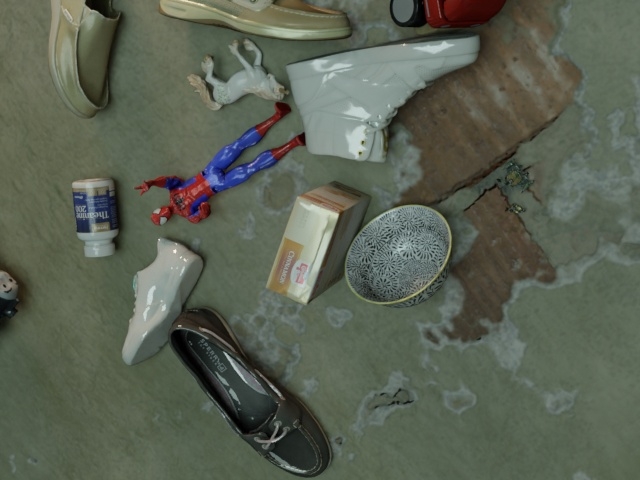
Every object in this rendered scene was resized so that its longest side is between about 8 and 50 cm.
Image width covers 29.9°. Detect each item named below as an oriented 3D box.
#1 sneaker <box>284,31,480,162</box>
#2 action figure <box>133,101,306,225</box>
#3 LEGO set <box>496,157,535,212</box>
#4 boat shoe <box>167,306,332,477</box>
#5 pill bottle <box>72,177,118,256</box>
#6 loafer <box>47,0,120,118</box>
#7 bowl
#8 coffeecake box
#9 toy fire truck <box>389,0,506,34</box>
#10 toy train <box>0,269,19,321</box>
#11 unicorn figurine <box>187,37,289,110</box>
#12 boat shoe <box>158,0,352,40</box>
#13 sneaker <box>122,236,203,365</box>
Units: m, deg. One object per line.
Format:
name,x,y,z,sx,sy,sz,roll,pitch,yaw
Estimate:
sneaker,0.102,-0.200,1.723,0.292,0.108,0.169,-8,101,26
action figure,-0.163,-0.097,1.799,0.280,0.139,0.091,-34,88,21
LEGO set,0.281,-0.081,1.729,0.054,0.023,0.083,21,118,14
boat shoe,-0.119,0.248,1.863,0.112,0.095,0.335,-42,86,19
pill bottle,-0.356,-0.037,1.899,0.067,0.067,0.120,-2,99,17
loafer,-0.357,-0.322,1.832,0.092,0.102,0.269,-1,99,23
bowl,0.128,0.039,1.747,0.170,0.170,0.080,-21,137,19
coffeecake box,0.000,0.000,1.737,0.068,0.185,0.142,23,105,11
toy fire truck,0.217,-0.403,1.586,0.246,0.158,0.217,-9,90,52
toy train,-0.643,0.141,1.988,0.190,0.142,0.334,41,107,-6
unicorn figurine,-0.116,-0.245,1.803,0.162,0.060,0.111,-23,93,35
boat shoe,-0.094,-0.353,1.748,0.302,0.109,0.098,15,105,19
sneaker,-0.269,0.095,1.902,0.094,0.080,0.212,33,100,21
